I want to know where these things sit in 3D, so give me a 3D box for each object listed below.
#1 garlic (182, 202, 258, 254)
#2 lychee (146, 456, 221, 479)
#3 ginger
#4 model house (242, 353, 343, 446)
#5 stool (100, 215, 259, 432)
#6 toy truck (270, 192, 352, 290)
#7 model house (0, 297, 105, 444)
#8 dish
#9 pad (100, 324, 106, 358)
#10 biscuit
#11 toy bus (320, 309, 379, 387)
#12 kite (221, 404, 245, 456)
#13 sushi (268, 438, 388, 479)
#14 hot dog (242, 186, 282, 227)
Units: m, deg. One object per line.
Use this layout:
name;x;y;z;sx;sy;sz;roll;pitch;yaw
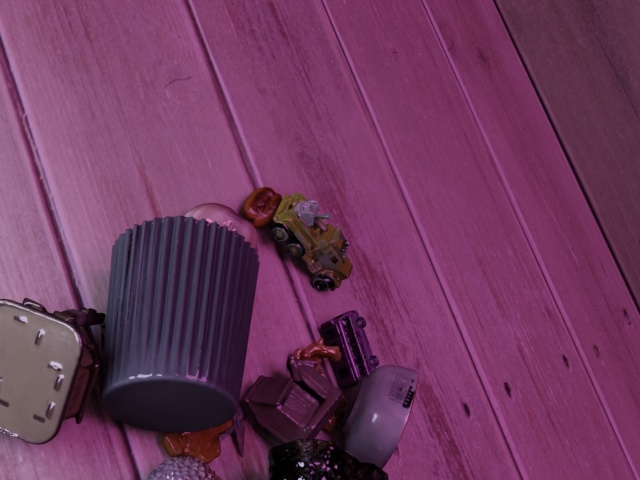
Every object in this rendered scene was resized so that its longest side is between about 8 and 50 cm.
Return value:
garlic;-0.224;0.004;1.907;0.217;0.110;0.228;30;49;-24
lychee;-0.251;0.493;1.537;0.165;0.165;0.197;10;51;-41
ginger;-0.003;0.334;1.963;0.176;0.052;0.193;30;60;-14
model house;-0.063;0.359;1.831;0.188;0.122;0.229;44;49;1
stool;-0.270;0.170;1.602;0.297;0.297;0.330;25;47;-32
toy truck;-0.001;0.003;2.075;0.259;0.135;0.128;57;36;-29
model house;-0.477;0.223;1.527;0.205;0.218;0.279;20;3;13
dish;0.125;0.399;1.928;0.117;0.256;0.256;23;47;0
pad;-0.360;0.234;1.711;0.193;0.004;0.116;12;59;-41
biscuit;-0.259;0.334;1.723;0.184;0.035;0.248;25;51;-35
toy bus;0.070;0.266;2.048;0.098;0.087;0.178;-6;72;-42
kite;-0.179;0.394;1.747;0.152;0.005;0.137;-50;129;-69
sushi;0.016;0.530;1.707;0.350;0.211;0.170;53;31;-51
hot dog;-0.141;-0.087;2.079;0.090;0.060;0.140;40;52;-8
